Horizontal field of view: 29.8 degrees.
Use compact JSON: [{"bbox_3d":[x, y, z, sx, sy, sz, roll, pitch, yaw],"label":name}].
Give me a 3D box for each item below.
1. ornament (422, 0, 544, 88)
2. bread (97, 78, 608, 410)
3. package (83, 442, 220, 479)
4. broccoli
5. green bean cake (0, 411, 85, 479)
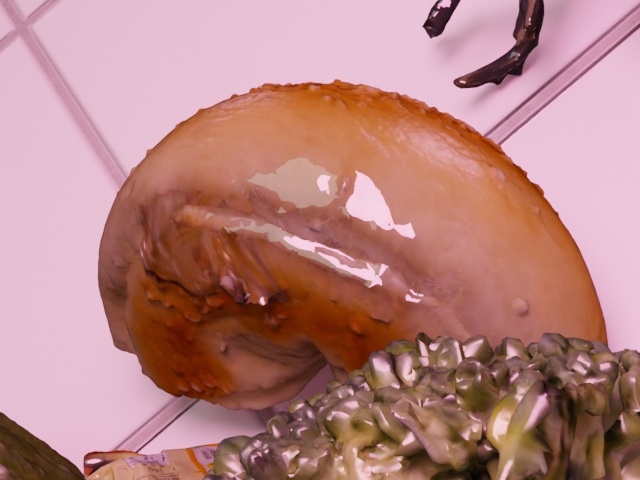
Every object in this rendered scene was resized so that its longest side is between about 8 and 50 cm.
[{"bbox_3d":[0.157,-0.207,0.792,0.080,0.202,0.236,37,108,8],"label":"ornament"},{"bbox_3d":[-0.005,-0.003,0.674,0.314,0.192,0.171,1,45,37],"label":"bread"},{"bbox_3d":[-0.067,0.145,0.670,0.121,0.108,0.031,-146,59,-62],"label":"package"},{"bbox_3d":[0.074,0.166,0.498,0.288,0.248,0.245,-18,66,7],"label":"broccoli"},{"bbox_3d":[-0.222,0.224,0.649,0.247,0.156,0.250,-49,28,-7],"label":"green bean cake"}]
